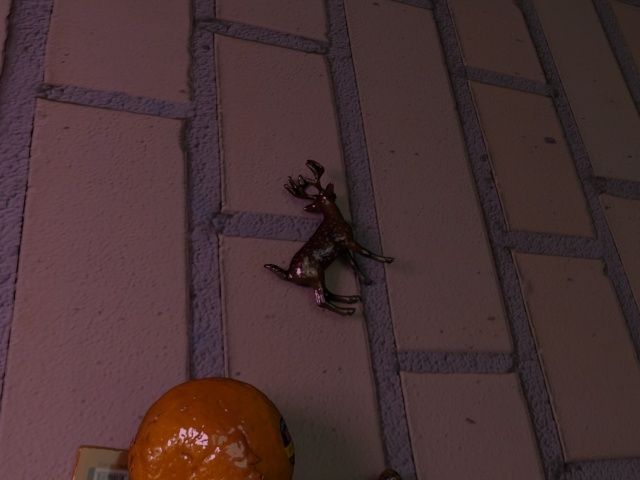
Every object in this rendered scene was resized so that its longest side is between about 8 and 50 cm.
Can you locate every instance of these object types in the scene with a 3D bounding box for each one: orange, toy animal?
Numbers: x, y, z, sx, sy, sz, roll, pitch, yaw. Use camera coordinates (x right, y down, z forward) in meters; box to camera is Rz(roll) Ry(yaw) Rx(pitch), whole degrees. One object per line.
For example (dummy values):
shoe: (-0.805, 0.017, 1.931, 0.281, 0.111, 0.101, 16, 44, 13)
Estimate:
orange: (-0.144, 0.293, 0.851, 0.219, 0.193, 0.219, 0, 86, -6)
toy animal: (0.009, -0.009, 1.188, 0.260, 0.087, 0.243, 41, 53, -2)

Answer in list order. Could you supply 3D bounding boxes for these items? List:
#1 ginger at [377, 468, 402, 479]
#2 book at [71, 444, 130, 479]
ginger: (0.108, 0.449, 0.985, 0.103, 0.073, 0.162, 27, 66, 11)
book: (-0.251, 0.438, 0.857, 0.208, 0.020, 0.295, 13, 58, -18)
